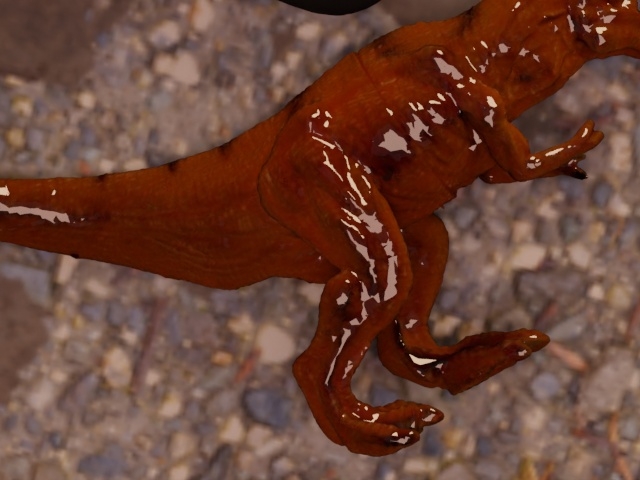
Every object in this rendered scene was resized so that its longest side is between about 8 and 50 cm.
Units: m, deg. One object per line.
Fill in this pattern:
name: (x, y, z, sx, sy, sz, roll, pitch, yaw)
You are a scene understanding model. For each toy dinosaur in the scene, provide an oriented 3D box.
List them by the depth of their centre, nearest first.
toy dinosaur: (0.000, 0.000, 0.911, 0.432, 0.097, 0.208, -22, 85, 3)

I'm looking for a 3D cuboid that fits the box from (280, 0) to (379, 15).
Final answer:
box: (-0.065, -0.264, 0.845, 0.290, 0.073, 0.289, 19, 121, -1)
